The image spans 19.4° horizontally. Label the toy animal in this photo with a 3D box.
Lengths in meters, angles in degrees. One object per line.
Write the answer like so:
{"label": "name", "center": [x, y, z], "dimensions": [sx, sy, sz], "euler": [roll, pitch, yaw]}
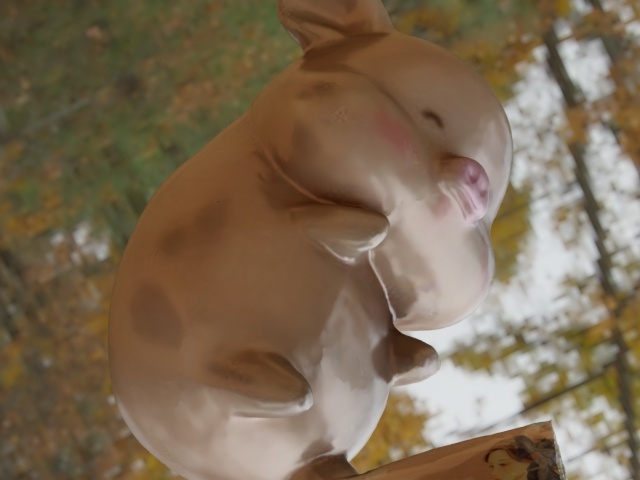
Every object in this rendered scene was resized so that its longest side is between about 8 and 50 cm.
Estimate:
{"label": "toy animal", "center": [-0.002, 0.006, 0.862], "dimensions": [0.154, 0.166, 0.250], "euler": [13, -129, 33]}

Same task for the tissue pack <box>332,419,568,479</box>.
{"label": "tissue pack", "center": [0.053, 0.119, 0.714], "dimensions": [0.094, 0.058, 0.074], "euler": [-15, -149, 7]}
